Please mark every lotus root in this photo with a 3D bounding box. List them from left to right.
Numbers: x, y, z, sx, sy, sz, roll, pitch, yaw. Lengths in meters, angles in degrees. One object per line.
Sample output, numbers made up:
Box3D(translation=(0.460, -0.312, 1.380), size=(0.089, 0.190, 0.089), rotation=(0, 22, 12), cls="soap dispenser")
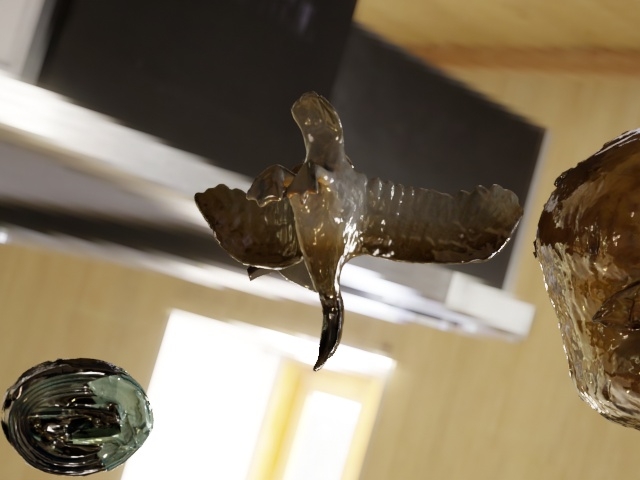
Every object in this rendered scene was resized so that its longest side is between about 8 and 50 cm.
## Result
Box3D(translation=(0.290, 0.026, 1.345), size=(0.272, 0.272, 0.192), rotation=(16, 178, 3), cls="lotus root")

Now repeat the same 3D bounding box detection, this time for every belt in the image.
Box3D(translation=(-0.220, 0.160, 1.667), size=(0.140, 0.105, 0.058), rotation=(-4, -171, -16), cls="belt")

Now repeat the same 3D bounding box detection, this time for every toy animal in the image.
Box3D(translation=(-0.006, -0.004, 1.441), size=(0.272, 0.197, 0.160), rotation=(0, 143, 25), cls="toy animal")

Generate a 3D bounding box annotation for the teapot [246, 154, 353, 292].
Box3D(translation=(-0.025, -0.023, 1.935), size=(0.096, 0.177, 0.087), rotation=(14, -148, -25), cls="teapot")
